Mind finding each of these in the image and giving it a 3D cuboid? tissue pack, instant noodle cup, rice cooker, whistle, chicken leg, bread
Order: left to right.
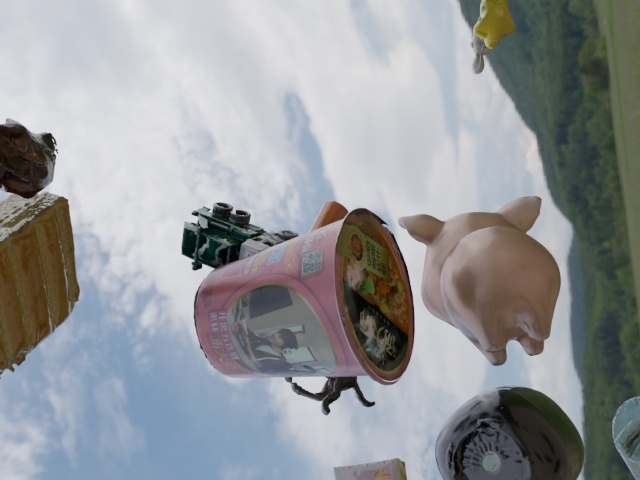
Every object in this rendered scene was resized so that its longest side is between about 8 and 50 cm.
[{"bbox_3d":[-0.460,-0.134,0.995,0.304,0.093,0.113,59,-155,-80],"label":"chicken leg"},{"bbox_3d":[-0.494,0.078,1.132,0.239,0.111,0.246,-54,-25,-51],"label":"bread"},{"bbox_3d":[-0.028,0.093,0.990,0.244,0.255,0.244,33,-129,-53],"label":"instant noodle cup"},{"bbox_3d":[0.144,0.706,1.910,0.124,0.185,0.225,47,-146,-61],"label":"tissue pack"},{"bbox_3d":[0.358,0.410,1.380,0.224,0.267,0.267,2,-98,-56],"label":"rice cooker"},{"bbox_3d":[0.379,0.247,0.824,0.312,0.062,0.062,44,-135,-50],"label":"whistle"}]

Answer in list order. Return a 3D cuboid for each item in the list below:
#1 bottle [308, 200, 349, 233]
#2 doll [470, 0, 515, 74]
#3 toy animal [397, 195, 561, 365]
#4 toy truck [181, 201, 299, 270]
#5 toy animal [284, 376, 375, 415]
[{"bbox_3d":[0.000,0.000,1.616,0.187,0.069,0.069,-61,-39,-28],"label":"bottle"},{"bbox_3d":[0.301,-0.375,1.284,0.113,0.072,0.135,111,176,-51],"label":"doll"},{"bbox_3d":[0.261,0.059,1.131,0.326,0.237,0.269,77,-176,-72],"label":"toy animal"},{"bbox_3d":[-0.144,0.017,1.200,0.116,0.216,0.110,-18,-56,-56],"label":"toy truck"},{"bbox_3d":[0.009,0.233,1.372,0.148,0.084,0.232,-30,-109,-27],"label":"toy animal"}]
